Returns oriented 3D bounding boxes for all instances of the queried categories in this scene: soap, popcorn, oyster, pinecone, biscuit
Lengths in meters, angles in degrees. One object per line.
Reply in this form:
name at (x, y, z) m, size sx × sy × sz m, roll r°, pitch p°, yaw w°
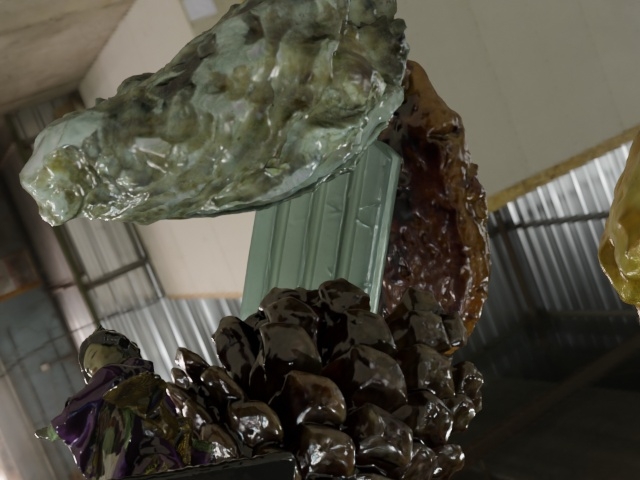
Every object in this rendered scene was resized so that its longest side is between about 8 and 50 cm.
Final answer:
soap at (0.000, 0.000, 0.721) m, size 0.119 × 0.198 × 0.066 m, roll 10°, pitch -178°, yaw 16°
popcorn at (0.348, -0.010, 0.690) m, size 0.253 × 0.190 × 0.191 m, roll -58°, pitch 167°, yaw -47°
oyster at (-0.048, -0.101, 0.502) m, size 0.199 × 0.112 × 0.267 m, roll 0°, pitch -142°, yaw 19°
pinecone at (0.005, 0.111, 0.504) m, size 0.204 × 0.179 × 0.184 m, roll -42°, pitch 156°, yaw -18°
biscuit at (0.065, -0.034, 0.840) m, size 0.081 × 0.334 × 0.289 m, roll -19°, pitch -167°, yaw -36°

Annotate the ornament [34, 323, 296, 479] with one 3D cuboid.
ornament at (-0.096, 0.099, 0.386) m, size 0.081 × 0.088 × 0.203 m, roll -5°, pitch -159°, yaw -31°
